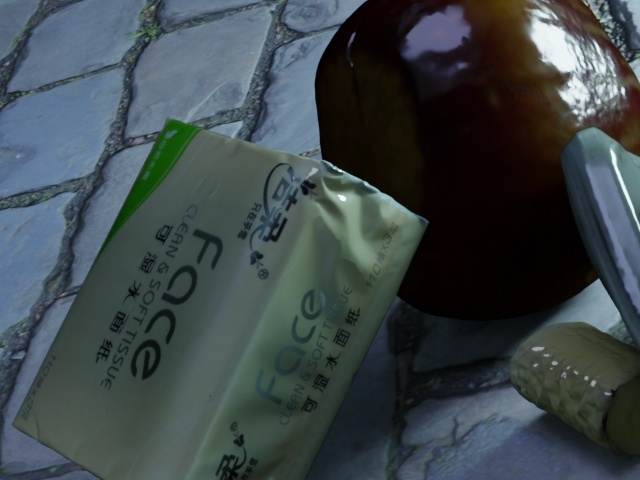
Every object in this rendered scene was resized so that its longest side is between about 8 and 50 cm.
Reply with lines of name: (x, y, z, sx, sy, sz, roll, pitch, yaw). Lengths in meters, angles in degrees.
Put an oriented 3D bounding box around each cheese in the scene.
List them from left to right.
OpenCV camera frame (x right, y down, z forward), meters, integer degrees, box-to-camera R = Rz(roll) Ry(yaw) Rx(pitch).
cheese: (0.287, 0.152, 1.822, 0.123, 0.093, 0.167, -16, 23, -24)

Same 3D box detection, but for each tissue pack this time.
tissue pack: (-0.117, 0.094, 1.916, 0.332, 0.205, 0.404, 19, 82, 49)

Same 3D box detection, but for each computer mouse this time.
computer mouse: (0.333, 0.026, 1.801, 0.095, 0.197, 0.330, -39, 45, 30)

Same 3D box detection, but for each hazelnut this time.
hazelnut: (0.180, -0.110, 2.068, 0.402, 0.429, 0.402, -22, -18, -8)
